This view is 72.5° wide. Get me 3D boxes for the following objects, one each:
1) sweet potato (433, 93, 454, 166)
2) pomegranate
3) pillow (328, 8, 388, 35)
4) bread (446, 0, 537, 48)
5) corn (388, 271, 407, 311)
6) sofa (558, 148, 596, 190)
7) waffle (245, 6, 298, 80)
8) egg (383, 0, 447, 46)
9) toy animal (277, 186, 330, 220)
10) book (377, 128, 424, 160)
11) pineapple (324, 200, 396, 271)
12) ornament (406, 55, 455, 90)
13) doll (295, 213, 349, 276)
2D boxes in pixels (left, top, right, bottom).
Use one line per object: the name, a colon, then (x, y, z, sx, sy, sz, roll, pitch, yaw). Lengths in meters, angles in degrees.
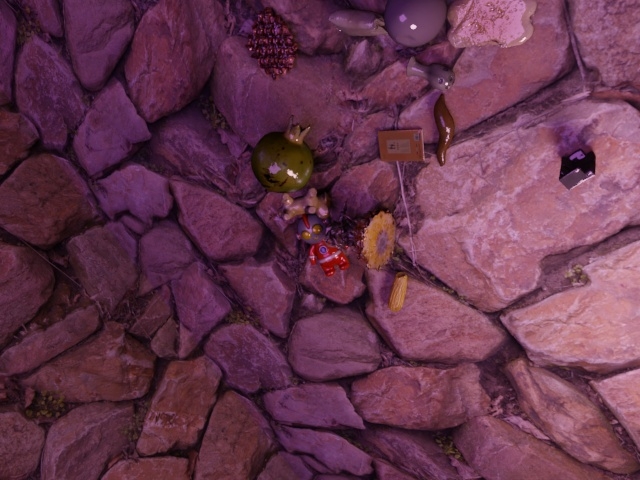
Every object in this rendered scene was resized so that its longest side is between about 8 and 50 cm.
sweet potato: (0.421, -0.365, 1.483, 0.069, 0.059, 0.250, 23, 134, 46)
pomegranate: (-0.140, -0.338, 1.760, 0.260, 0.260, 0.341, 35, 128, 11)
pillow: (0.131, -0.708, 1.422, 0.181, 0.134, 0.078, 19, 114, 23)
bread: (0.489, -0.657, 1.268, 0.250, 0.039, 0.182, 12, 124, 28)
corn: (0.334, 0.226, 1.891, 0.067, 0.067, 0.207, 20, 127, 23)
sofa: (0.753, -0.220, 1.283, 0.060, 0.147, 0.085, 46, 135, -4)
waffle: (-0.183, -0.740, 1.663, 0.234, 0.055, 0.221, 50, 134, 5)
egg: (0.275, -0.662, 1.281, 0.176, 0.232, 0.176, 16, 129, 21)
toy animal: (-0.061, -0.143, 1.820, 0.168, 0.233, 0.121, 147, 114, -81)
book: (0.295, -0.348, 1.604, 0.172, 0.012, 0.118, 6, 120, 31)
pineapple: (0.137, -0.026, 1.791, 0.271, 0.262, 0.263, 13, 124, 41)
ornament: (0.359, -0.539, 1.408, 0.156, 0.081, 0.075, 29, 163, 20)
doll: (0.000, 0.000, 1.950, 0.199, 0.105, 0.337, -26, 103, 20)
